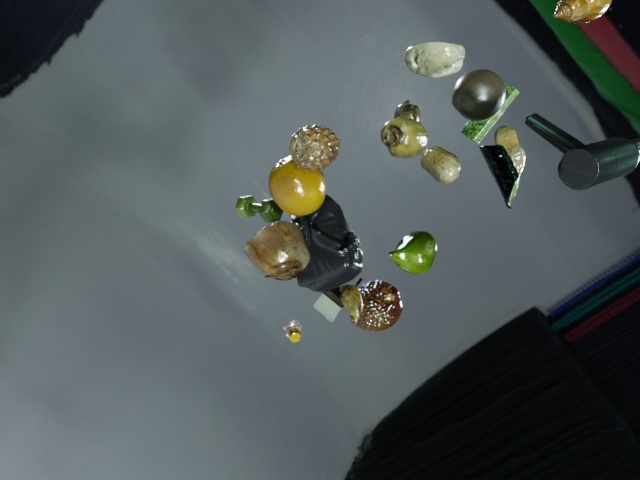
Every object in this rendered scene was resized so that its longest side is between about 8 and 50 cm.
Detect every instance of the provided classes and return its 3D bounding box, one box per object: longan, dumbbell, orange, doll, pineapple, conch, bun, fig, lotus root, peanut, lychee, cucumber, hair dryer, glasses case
[{"bbox_3d":[0.618,-0.567,1.654,0.220,0.196,0.196,11,39,-48],"label":"longan"},{"bbox_3d":[-0.304,-0.158,2.083,0.302,0.108,0.121,12,-38,49],"label":"dumbbell"},{"bbox_3d":[-0.087,-0.206,1.611,0.236,0.236,0.236,43,18,-17],"label":"orange"},{"bbox_3d":[-0.126,0.381,1.823,0.084,0.073,0.127,23,14,-20],"label":"doll"},{"bbox_3d":[-0.006,-0.316,1.454,0.193,0.166,0.166,-13,59,-40],"label":"pineapple"},{"bbox_3d":[0.654,-0.574,1.007,0.109,0.331,0.093,-6,-72,65],"label":"conch"},{"bbox_3d":[0.427,-0.668,1.585,0.210,0.116,0.237,-3,17,-24],"label":"bun"},{"bbox_3d":[0.385,0.052,1.884,0.236,0.203,0.203,2,38,-22],"label":"fig"},{"bbox_3d":[0.470,-0.619,2.303,0.152,0.160,0.274,12,-31,25],"label":"lotus root"},{"bbox_3d":[0.714,-0.334,1.601,0.100,0.100,0.213,15,61,-61],"label":"peanut"},{"bbox_3d":[0.268,0.333,2.123,0.267,0.267,0.267,43,18,-17],"label":"lychee"},{"bbox_3d":[-0.160,0.064,1.732,0.272,0.272,0.191,15,43,-61],"label":"lotus root"},{"bbox_3d":[0.543,-0.205,1.262,0.046,0.071,0.219,-2,67,-51],"label":"cucumber"},{"bbox_3d":[0.735,-0.284,1.203,0.245,0.116,0.302,-17,54,-23],"label":"hair dryer"},{"bbox_3d":[0.316,-0.372,1.540,0.154,0.154,0.278,53,25,15],"label":"lotus root"},{"bbox_3d":[0.510,-0.327,1.803,0.129,0.129,0.224,31,20,-44],"label":"peanut"},{"bbox_3d":[0.769,-0.578,1.924,0.062,0.272,0.095,15,30,-44],"label":"glasses case"},{"bbox_3d":[0.150,0.289,1.928,0.108,0.095,0.190,94,-22,-57],"label":"lotus root"}]

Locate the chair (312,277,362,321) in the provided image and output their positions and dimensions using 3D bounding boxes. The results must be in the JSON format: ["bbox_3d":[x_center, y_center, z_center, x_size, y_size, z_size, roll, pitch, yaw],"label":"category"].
[{"bbox_3d":[0.071,0.301,2.285,0.160,0.319,0.186,38,14,9],"label":"chair"}]

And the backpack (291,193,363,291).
[{"bbox_3d":[0.000,0.000,1.970,0.255,0.364,0.444,17,50,-51],"label":"backpack"}]
